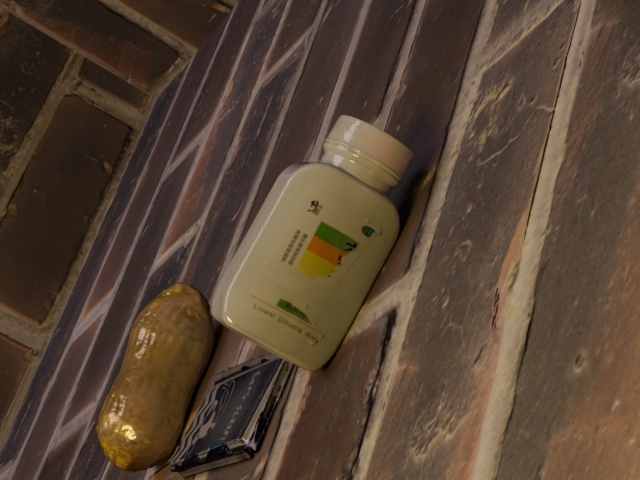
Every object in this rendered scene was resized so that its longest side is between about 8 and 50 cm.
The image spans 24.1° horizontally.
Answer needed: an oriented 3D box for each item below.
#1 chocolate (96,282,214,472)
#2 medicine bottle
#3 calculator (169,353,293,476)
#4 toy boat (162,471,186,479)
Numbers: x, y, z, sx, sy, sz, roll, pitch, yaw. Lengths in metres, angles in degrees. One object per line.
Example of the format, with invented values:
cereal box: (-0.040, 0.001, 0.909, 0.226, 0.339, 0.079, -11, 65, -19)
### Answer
chocolate: (-0.246, 0.209, 2.268, 0.134, 0.134, 0.309, -34, 33, 56)
medicine bottle: (0.000, 0.000, 1.826, 0.296, 0.161, 0.111, -60, 17, -7)
calculator: (-0.120, 0.234, 2.025, 0.274, 0.028, 0.166, -27, 33, 59)
toy boat: (-0.228, 0.460, 1.851, 0.276, 0.111, 0.293, -93, 24, -61)
